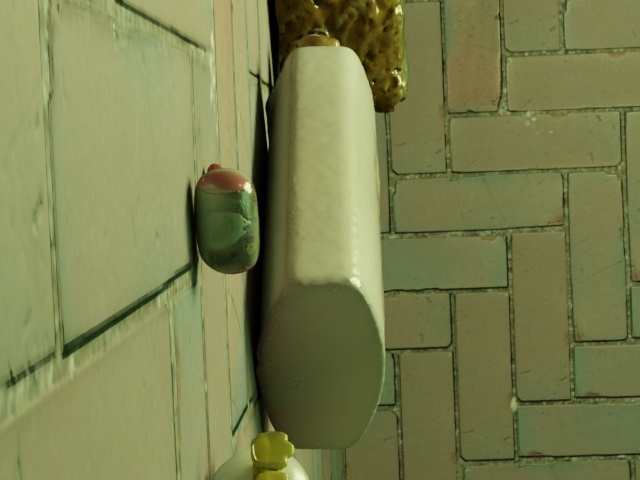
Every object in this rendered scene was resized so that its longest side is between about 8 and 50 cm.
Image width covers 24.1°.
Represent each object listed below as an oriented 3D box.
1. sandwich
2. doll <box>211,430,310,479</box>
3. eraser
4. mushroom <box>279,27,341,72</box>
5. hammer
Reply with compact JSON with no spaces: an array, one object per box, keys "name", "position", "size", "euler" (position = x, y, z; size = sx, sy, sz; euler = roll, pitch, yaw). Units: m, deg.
[{"name":"sandwich","position":[0.018,-0.311,1.361],"size":[0.262,0.131,0.325],"euler":[-86,173,-56]},{"name":"doll","position":[-0.028,0.152,0.766],"size":[0.143,0.057,0.099],"euler":[93,-4,-49]},{"name":"eraser","position":[0.000,0.000,1.127],"size":[0.270,0.094,0.174],"euler":[-88,178,-47]},{"name":"mushroom","position":[-0.004,-0.076,1.317],"size":[0.094,0.072,0.210],"euler":[-92,175,-46]},{"name":"hammer","position":[-0.050,-0.019,0.751],"size":[0.083,0.031,0.053],"euler":[-113,-159,-65]}]
